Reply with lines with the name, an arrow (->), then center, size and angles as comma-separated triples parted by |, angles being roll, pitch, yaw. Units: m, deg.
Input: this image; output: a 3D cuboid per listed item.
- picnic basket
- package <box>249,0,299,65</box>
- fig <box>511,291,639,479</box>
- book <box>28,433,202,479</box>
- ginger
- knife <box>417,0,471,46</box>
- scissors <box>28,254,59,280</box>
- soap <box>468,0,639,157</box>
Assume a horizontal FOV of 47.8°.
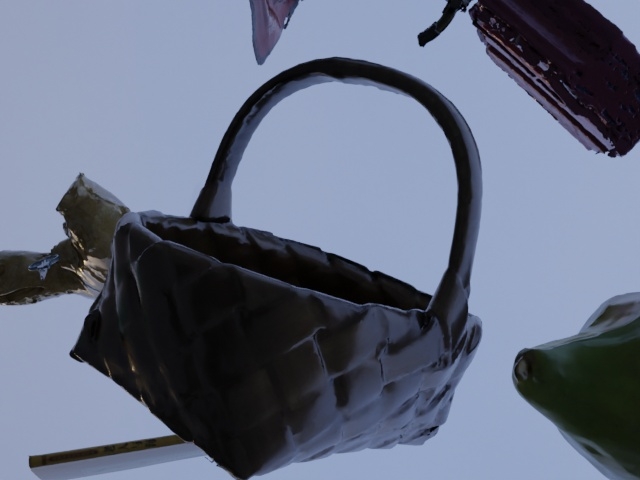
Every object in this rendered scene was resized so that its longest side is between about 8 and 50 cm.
picnic basket -> 0.000, 0.000, 0.609 | 0.293, 0.337, 0.337 | 22, -71, 35
package -> -0.042, -0.378, 0.919 | 0.071, 0.194, 0.269 | 16, -118, 26
fig -> 0.282, 0.142, 0.662 | 0.206, 0.275, 0.206 | -174, -90, -67
book -> -0.278, 0.361, 1.234 | 0.269, 0.389, 0.032 | 123, -41, -63
ginger -> -0.252, 0.042, 0.971 | 0.348, 0.363, 0.122 | -19, -121, 52
knife -> 0.188, -0.327, 0.943 | 0.045, 0.222, 0.021 | 40, -21, 13
scissors -> -0.306, 0.032, 0.798 | 0.083, 0.036, 0.006 | 33, -37, 65
soap -> 0.304, -0.206, 0.880 | 0.099, 0.162, 0.250 | -41, -112, 5
